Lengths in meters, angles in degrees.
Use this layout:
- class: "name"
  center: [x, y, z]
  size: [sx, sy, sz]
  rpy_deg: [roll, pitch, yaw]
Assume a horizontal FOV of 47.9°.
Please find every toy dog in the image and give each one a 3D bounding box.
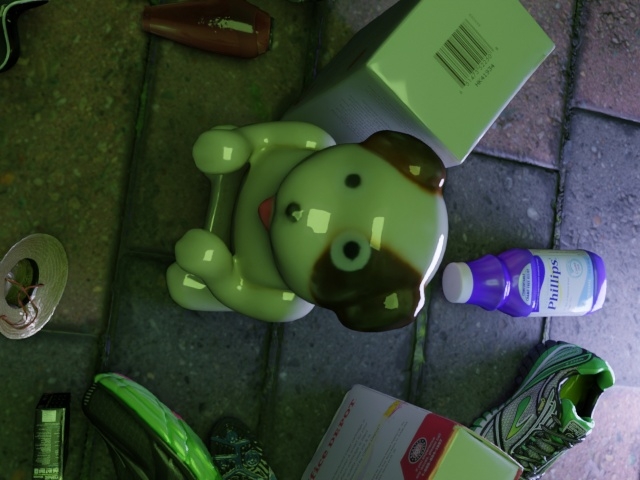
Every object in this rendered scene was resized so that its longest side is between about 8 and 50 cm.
- class: "toy dog"
  center: [0.000, 0.000, 0.930]
  size: [0.396, 0.408, 0.284]
  rpy_deg: [23, 81, -18]

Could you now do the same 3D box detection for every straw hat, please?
- class: "straw hat"
  center: [-0.408, 0.054, 0.960]
  size: [0.061, 0.144, 0.144]
  rpy_deg: [14, 82, 21]

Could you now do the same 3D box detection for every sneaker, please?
- class: "sneaker"
  center: [0.353, 0.312, 1.189]
  size: [0.134, 0.146, 0.343]
  rpy_deg: [39, 77, -15]
- class: "sneaker"
  center: [-0.211, 0.405, 0.961]
  size: [0.202, 0.185, 0.482]
  rpy_deg: [-24, 95, -23]
- class: "sneaker"
  center: [-0.104, 0.361, 1.061]
  size: [0.080, 0.081, 0.211]
  rpy_deg: [-24, 79, -18]

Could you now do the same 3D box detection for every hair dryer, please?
- class: "hair dryer"
  center: [-0.132, -0.379, 1.062]
  size: [0.294, 0.080, 0.223]
  rpy_deg: [-36, 93, -7]

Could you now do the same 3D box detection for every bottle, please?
- class: "bottle"
  center: [0.346, 0.071, 1.221]
  size: [0.283, 0.092, 0.118]
  rpy_deg: [2, 89, -20]

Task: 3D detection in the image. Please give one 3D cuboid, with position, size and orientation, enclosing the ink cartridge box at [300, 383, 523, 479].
- class: "ink cartridge box"
  center: [0.104, 0.347, 1.011]
  size: [0.131, 0.306, 0.226]
  rpy_deg: [34, 78, -16]

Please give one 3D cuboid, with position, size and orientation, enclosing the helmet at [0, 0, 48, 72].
- class: "helmet"
  center: [-0.439, -0.296, 0.911]
  size: [0.170, 0.169, 0.161]
  rpy_deg: [13, 100, -19]

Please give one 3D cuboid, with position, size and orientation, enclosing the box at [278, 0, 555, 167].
- class: "box"
  center: [0.113, -0.215, 1.010]
  size: [0.168, 0.345, 0.215]
  rpy_deg: [43, 75, -14]

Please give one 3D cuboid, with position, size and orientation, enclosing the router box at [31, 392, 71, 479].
- class: "router box"
  center: [-0.352, 0.255, 0.946]
  size: [0.038, 0.122, 0.092]
  rpy_deg: [1, 87, -16]
